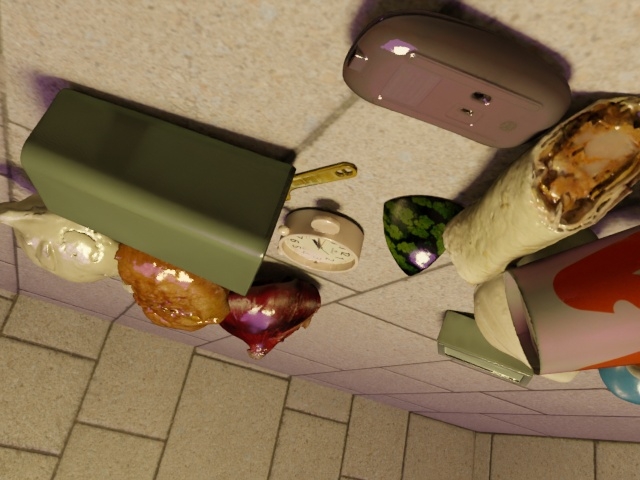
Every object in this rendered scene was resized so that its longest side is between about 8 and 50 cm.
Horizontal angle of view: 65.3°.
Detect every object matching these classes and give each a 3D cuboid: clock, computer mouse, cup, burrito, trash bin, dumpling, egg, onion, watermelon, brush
[{"bbox_3d":[0.000,0.000,0.921,0.155,0.063,0.229,15,153,2],"label":"clock"},{"bbox_3d":[0.137,-0.159,0.505,0.232,0.057,0.120,15,155,-15],"label":"computer mouse"},{"bbox_3d":[0.385,0.066,0.596,0.288,0.203,0.203,-15,150,10],"label":"cup"},{"bbox_3d":[0.258,-0.045,0.615,0.105,0.143,0.299,48,158,9],"label":"burrito"},{"bbox_3d":[-0.232,-0.071,0.765,0.343,0.158,0.223,23,155,-5],"label":"trash bin"},{"bbox_3d":[-0.496,-0.025,1.041,0.318,0.187,0.243,38,-174,-30],"label":"dumpling"},{"bbox_3d":[0.354,0.032,0.745,0.114,0.114,0.152,8,160,10],"label":"egg"},{"bbox_3d":[-0.130,0.187,1.207,0.271,0.195,0.272,-2,169,0],"label":"onion"},{"bbox_3d":[0.175,-0.018,0.798,0.135,0.126,0.094,-19,176,20],"label":"watermelon"},{"bbox_3d":[-0.034,-0.092,0.792,0.218,0.010,0.082,-6,150,36],"label":"brush"}]

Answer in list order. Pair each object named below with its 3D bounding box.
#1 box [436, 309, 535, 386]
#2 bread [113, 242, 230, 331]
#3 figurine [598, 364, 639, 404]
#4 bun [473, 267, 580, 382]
[{"bbox_3d":[0.401,0.263,1.205,0.225,0.086,0.129,18,159,22],"label":"box"},{"bbox_3d":[-0.265,0.064,1.018,0.178,0.195,0.340,4,146,3],"label":"bread"},{"bbox_3d":[0.622,0.186,0.801,0.242,0.298,0.416,31,152,25],"label":"figurine"},{"bbox_3d":[0.417,0.170,0.921,0.262,0.175,0.263,7,149,4],"label":"bun"}]
